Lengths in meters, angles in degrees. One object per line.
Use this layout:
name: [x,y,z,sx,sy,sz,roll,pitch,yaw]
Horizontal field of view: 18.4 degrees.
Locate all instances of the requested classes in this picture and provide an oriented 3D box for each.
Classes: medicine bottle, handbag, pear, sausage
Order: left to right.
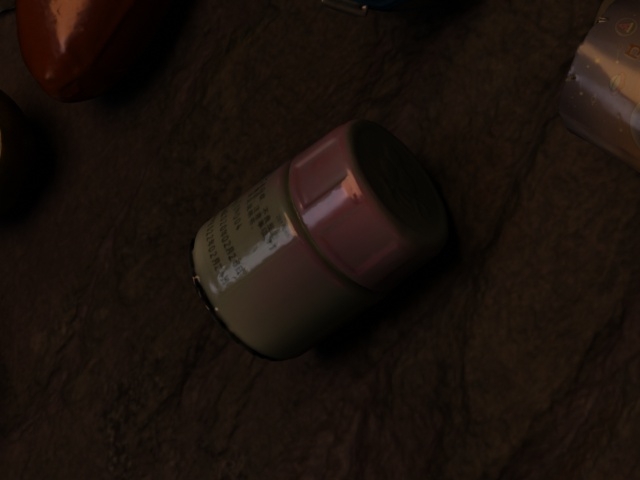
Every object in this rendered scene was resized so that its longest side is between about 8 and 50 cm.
pear: [-0.325,-0.086,1.872,0.141,0.104,0.141,2,95,28]
sausage: [-0.188,-0.246,1.799,0.133,0.133,0.258,24,86,44]
medicine bottle: [0.000,0.000,1.530,0.168,0.135,0.135,-36,53,27]
handbag: [0.247,-0.102,1.389,0.173,0.095,0.117,34,91,35]

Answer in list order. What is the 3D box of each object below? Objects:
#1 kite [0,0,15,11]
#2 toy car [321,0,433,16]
kite: [-0.339,-0.266,2.012,0.245,0.015,0.141,-29,55,26]
toy car: [0.048,-0.331,1.596,0.166,0.198,0.314,173,111,-75]
